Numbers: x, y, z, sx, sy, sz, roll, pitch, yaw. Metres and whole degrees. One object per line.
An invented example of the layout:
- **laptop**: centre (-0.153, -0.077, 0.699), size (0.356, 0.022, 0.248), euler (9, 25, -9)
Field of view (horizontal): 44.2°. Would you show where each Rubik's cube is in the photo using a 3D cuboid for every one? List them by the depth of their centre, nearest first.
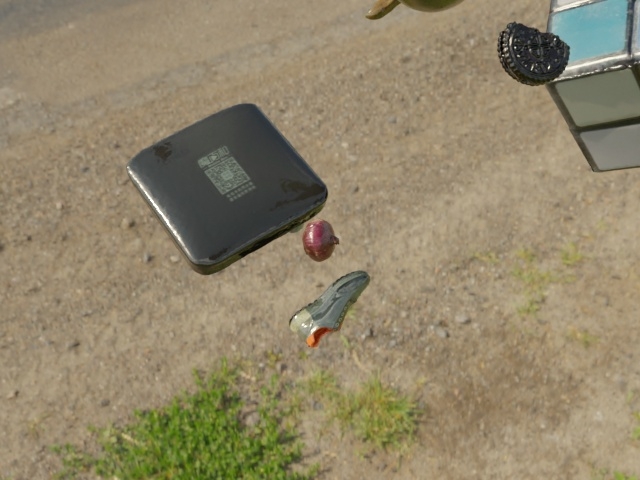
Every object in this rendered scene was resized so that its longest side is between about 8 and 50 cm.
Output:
- **Rubik's cube**: centre (0.600, -0.337, 1.391), size (0.316, 0.313, 0.318), euler (-5, 57, 37)

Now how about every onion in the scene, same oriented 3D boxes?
- **onion**: centre (0.000, 0.000, 1.942), size (0.097, 0.107, 0.107), euler (-3, 38, 15)

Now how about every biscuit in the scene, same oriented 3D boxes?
- **biscuit**: centre (0.259, -0.231, 0.959), size (0.087, 0.089, 0.027), euler (-37, 7, -13)

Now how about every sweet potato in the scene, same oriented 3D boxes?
- **sweet potato**: centre (0.178, -0.561, 1.814), size (0.182, 0.054, 0.053), euler (-27, 44, -5)

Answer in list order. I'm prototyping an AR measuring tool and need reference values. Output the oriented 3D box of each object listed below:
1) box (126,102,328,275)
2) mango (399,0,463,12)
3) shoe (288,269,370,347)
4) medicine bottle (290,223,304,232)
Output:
- **box**: centre (-0.172, -0.103, 1.461), size (0.290, 0.073, 0.289), euler (-31, 66, -19)
- **mango**: centre (0.162, -0.454, 1.268), size (0.129, 0.146, 0.289), euler (42, 16, 21)
- **shoe**: centre (0.030, 0.141, 1.590), size (0.194, 0.074, 0.077), euler (-37, 65, 3)
- **medicine bottle**: centre (-0.100, -0.106, 2.106), size (0.058, 0.199, 0.057), euler (-13, 42, 12)
